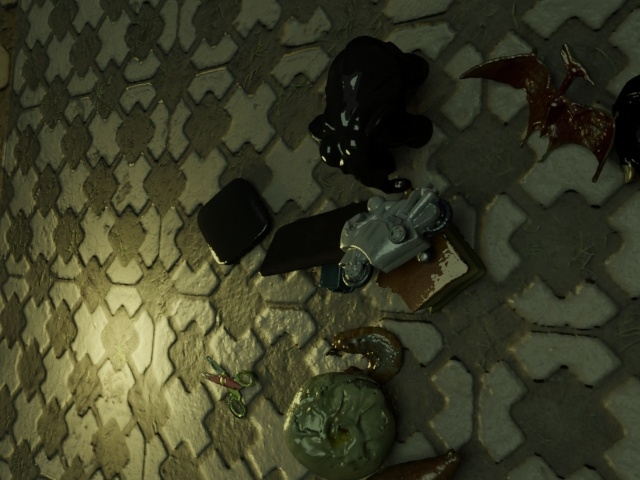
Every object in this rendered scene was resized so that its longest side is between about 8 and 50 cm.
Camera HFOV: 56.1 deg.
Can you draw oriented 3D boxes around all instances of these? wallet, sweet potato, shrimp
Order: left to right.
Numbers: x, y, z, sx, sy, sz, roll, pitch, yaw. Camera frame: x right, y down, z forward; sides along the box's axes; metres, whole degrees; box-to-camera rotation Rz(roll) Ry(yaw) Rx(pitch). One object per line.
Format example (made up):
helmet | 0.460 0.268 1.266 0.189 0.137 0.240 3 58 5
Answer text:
wallet | 0.000 0.000 1.395 0.310 0.042 0.165 -14 40 33
shrimp | 0.094 0.257 1.335 0.188 0.052 0.132 -4 82 33
sweet potato | 0.158 0.518 1.217 0.337 0.131 0.131 -40 64 18

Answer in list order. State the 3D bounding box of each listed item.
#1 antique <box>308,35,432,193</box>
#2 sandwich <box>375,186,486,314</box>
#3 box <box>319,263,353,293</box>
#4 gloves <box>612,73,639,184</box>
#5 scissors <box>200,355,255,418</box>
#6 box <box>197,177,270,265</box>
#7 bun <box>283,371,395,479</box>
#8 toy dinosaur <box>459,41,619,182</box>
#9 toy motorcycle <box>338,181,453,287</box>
antique | 0.107 -0.266 1.261 0.185 0.255 0.321 -2 86 33
sandwich | 0.200 0.029 1.248 0.186 0.108 0.220 -42 63 24
box | 0.037 0.072 1.394 0.074 0.054 0.099 3 86 34
gloves | 0.571 -0.171 1.006 0.164 0.124 0.203 -36 55 47
scissors | -0.250 0.375 1.590 0.187 0.020 0.133 27 105 34
box | -0.235 -0.051 1.612 0.212 0.042 0.201 -41 63 24
bun | 0.045 0.390 1.261 0.239 0.141 0.238 0 86 -2
toy dinosaur | 0.412 -0.229 1.098 0.206 0.113 0.327 -45 61 59
toy motorcycle | 0.132 -0.025 1.181 0.260 0.110 0.170 -37 50 22
